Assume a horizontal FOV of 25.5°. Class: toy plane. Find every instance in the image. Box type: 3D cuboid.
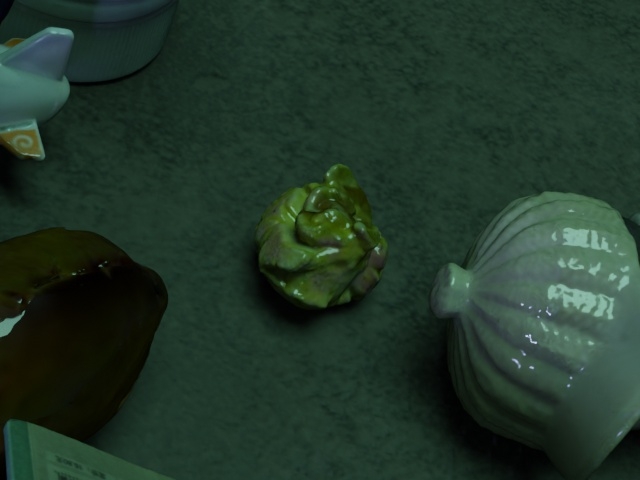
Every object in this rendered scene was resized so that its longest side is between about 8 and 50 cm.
[{"bbox_3d":[-0.294,-0.115,0.974,0.244,0.117,0.245,13,48,-15],"label":"toy plane"}]

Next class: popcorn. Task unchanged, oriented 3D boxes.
[{"bbox_3d":[-0.001,0.002,1.030,0.097,0.089,0.109,32,47,20],"label":"popcorn"}]

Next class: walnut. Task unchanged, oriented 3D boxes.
[{"bbox_3d":[-0.184,0.066,0.857,0.137,0.137,0.245,39,46,12],"label":"walnut"}]

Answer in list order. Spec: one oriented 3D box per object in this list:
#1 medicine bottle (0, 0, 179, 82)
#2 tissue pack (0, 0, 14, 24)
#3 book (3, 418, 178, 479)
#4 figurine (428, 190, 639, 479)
[{"bbox_3d":[-0.164,-0.284,1.038,0.190,0.332,0.190,11,52,-14],"label":"medicine bottle"},{"bbox_3d":[-0.337,-0.099,0.712,0.264,0.416,0.253,36,27,11],"label":"tissue pack"},{"bbox_3d":[-0.064,0.224,0.721,0.215,0.025,0.283,30,25,-31],"label":"book"},{"bbox_3d":[0.232,0.066,1.036,0.332,0.185,0.204,3,14,-46],"label":"figurine"}]
